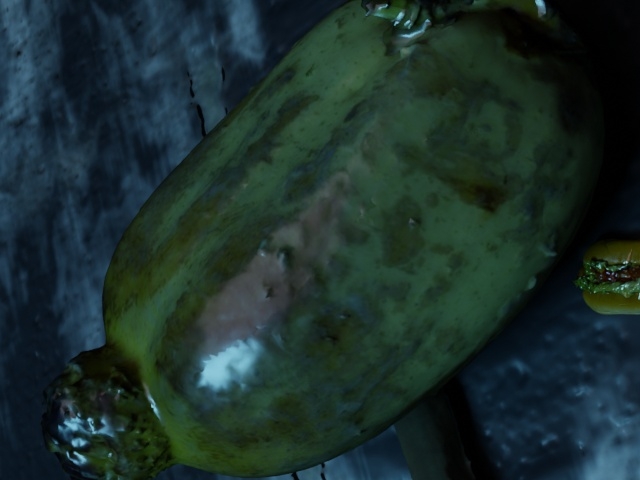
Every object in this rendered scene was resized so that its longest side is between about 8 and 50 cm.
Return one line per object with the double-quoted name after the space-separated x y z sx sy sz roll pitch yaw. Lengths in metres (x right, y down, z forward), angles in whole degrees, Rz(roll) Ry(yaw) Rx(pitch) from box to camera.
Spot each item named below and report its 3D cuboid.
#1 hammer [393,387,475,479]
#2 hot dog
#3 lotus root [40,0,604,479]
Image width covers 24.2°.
0.069 0.143 0.699 0.125 0.027 0.297 -19 62 2 "hammer"
0.148 0.014 0.667 0.083 0.021 0.037 -7 78 40 "hot dog"
0.000 0.000 0.688 0.309 0.173 0.173 -44 54 1 "lotus root"
